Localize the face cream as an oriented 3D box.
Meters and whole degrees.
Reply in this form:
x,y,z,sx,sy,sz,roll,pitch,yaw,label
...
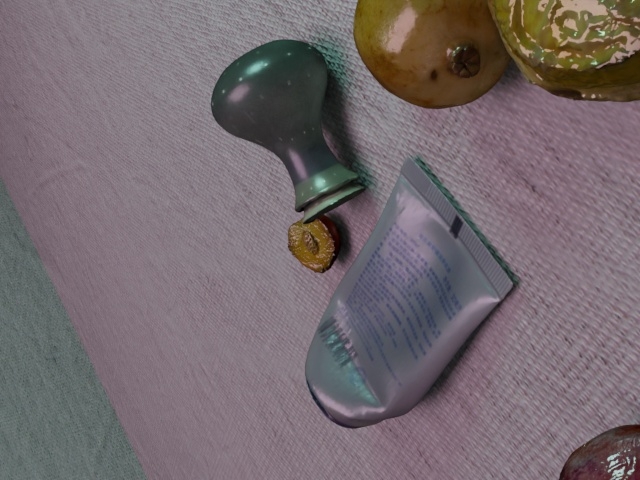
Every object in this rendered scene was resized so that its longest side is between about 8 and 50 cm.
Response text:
x,y,z,sx,sy,sz,roll,pitch,yaw,label
0.096,0.112,1.288,0.235,0.137,0.420,57,138,31,face cream

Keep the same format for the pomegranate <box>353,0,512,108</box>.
x,y,z,sx,sy,sz,roll,pitch,yaw,label
0.128,-0.231,0.996,0.196,0.196,0.196,33,130,50,pomegranate

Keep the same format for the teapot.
x,y,z,sx,sy,sz,roll,pitch,yaw,label
-0.039,-0.157,1.335,0.251,0.183,0.183,61,149,3,teapot

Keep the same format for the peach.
x,y,z,sx,sy,sz,roll,pitch,yaw,label
0.000,-0.001,1.435,0.098,0.061,0.098,18,123,30,peach

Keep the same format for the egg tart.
x,y,z,sx,sy,sz,roll,pitch,yaw,label
0.249,-0.223,0.835,0.252,0.098,0.232,41,131,19,egg tart

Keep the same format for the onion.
x,y,z,sx,sy,sz,roll,pitch,yaw,label
0.338,0.249,0.910,0.195,0.159,0.159,-41,63,20,onion
